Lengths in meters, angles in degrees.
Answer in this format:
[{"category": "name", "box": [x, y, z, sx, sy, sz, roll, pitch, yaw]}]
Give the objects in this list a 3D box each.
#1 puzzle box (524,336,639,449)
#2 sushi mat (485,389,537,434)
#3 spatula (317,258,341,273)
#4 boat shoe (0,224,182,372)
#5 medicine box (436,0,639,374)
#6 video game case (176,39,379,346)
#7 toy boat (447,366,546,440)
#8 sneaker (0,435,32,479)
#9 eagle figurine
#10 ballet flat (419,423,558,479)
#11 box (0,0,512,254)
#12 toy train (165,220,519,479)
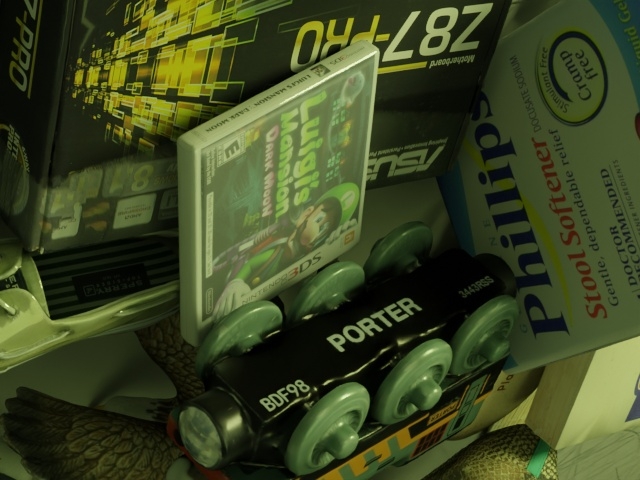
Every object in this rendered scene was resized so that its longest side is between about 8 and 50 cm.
[{"category": "puzzle box", "box": [0.371, 0.013, 1.370, 0.272, 0.052, 0.408, -7, 125, -39]}, {"category": "sushi mat", "box": [0.245, 0.272, 1.776, 0.151, 0.019, 0.316, -5, 130, -41]}, {"category": "spatula", "box": [0.000, 0.000, 1.209, 0.084, 0.030, 0.296, -24, 124, -25]}, {"category": "boat shoe", "box": [-0.221, 0.036, 0.963, 0.302, 0.109, 0.094, -16, 166, -32]}, {"category": "medicine box", "box": [0.245, -0.056, 1.125, 0.149, 0.263, 0.289, -13, 170, -35]}, {"category": "video game case", "box": [-0.030, -0.032, 0.983, 0.173, 0.022, 0.190, -32, 144, -33]}, {"category": "toy boat", "box": [0.208, 0.091, 1.459, 0.318, 0.148, 0.267, 4, 129, -40]}, {"category": "sneaker", "box": [-0.297, 0.141, 1.034, 0.235, 0.094, 0.153, 13, 126, -39]}, {"category": "eagle figurine", "box": [-0.109, 0.149, 1.155, 0.225, 0.226, 0.298, -22, 149, 4]}, {"category": "ballet flat", "box": [0.120, 0.347, 1.567, 0.483, 0.164, 0.182, -49, -179, 45]}, {"category": "box", "box": [-0.030, -0.172, 0.969, 0.395, 0.097, 0.318, -11, 133, -37]}, {"category": "toy train", "box": [0.021, 0.116, 1.057, 0.334, 0.142, 0.190, -25, 145, -40]}]
